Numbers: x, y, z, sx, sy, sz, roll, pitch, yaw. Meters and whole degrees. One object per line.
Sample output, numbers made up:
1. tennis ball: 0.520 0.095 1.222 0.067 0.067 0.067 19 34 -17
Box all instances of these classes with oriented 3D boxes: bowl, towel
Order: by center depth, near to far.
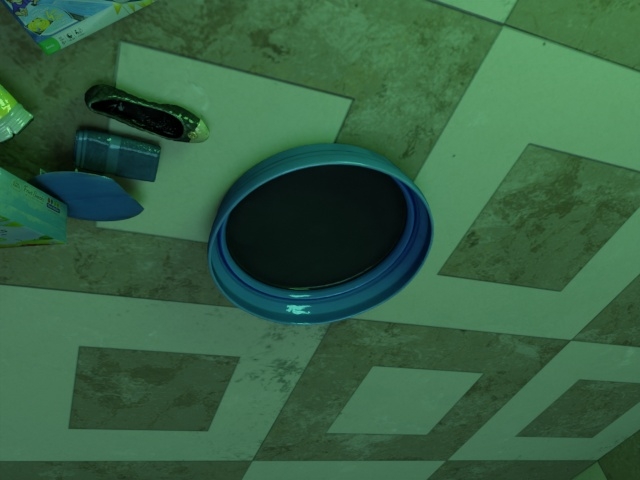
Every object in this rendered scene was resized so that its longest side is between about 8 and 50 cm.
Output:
1. towel: -0.299 -0.126 0.818 0.120 0.029 0.067 11 132 -21
2. bowl: 0.000 0.000 0.980 0.392 0.077 0.391 -6 134 -7

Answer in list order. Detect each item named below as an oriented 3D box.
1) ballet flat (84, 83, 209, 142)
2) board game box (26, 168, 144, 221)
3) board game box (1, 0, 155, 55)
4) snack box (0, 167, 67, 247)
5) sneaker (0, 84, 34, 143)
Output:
1. ballet flat: -0.240 -0.167 0.777 0.173 0.049 0.057 15 130 -25
2. board game box: -0.349 -0.077 0.842 0.133 0.033 0.168 -5 159 8
3. board game box: -0.272 -0.316 0.634 0.201 0.035 0.136 -23 135 9
4. snack box: -0.489 -0.036 0.762 0.207 0.070 0.174 -5 167 1
5. sneaker: -0.488 -0.153 0.723 0.209 0.081 0.094 -23 124 4
